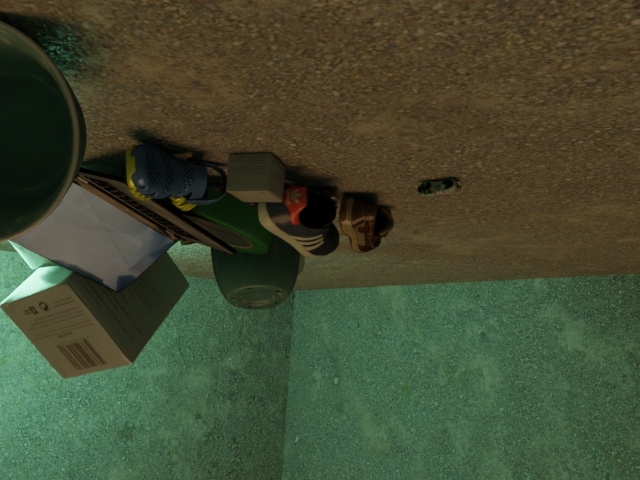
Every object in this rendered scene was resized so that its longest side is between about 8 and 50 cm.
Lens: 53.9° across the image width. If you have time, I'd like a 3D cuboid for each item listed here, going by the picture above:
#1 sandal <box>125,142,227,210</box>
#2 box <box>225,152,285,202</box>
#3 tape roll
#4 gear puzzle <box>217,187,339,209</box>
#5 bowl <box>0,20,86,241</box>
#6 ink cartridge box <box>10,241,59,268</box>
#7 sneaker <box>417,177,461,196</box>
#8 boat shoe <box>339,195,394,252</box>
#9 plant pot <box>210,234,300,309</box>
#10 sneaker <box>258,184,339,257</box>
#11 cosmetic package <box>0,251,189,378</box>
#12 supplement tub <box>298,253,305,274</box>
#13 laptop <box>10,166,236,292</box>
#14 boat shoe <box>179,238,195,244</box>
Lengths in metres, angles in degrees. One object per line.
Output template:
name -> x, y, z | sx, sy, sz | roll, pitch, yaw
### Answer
sandal -> -0.306, -0.141, 1.376 | 0.138, 0.126, 0.317 | -4, 176, 18
box -> -0.141, -0.137, 1.391 | 0.102, 0.087, 0.101 | 1, 170, 16
tape roll -> -0.281, -0.058, 1.692 | 0.321, 0.077, 0.321 | 19, 166, 5
gear puzzle -> -0.121, -0.112, 1.663 | 0.339, 0.044, 0.175 | 3, 164, 1
bowl -> -0.473, -0.159, 0.921 | 0.312, 0.311, 0.163 | 3, -170, 3
ink cartridge box -> -0.752, -0.023, 1.892 | 0.353, 0.119, 0.207 | -6, -150, 45
sneaker -> 0.284, -0.118, 1.486 | 0.098, 0.038, 0.069 | -3, 167, 37
boat shoe -> 0.147, -0.040, 1.770 | 0.123, 0.123, 0.342 | 2, 164, 16
plant pot -> -0.200, 0.074, 1.946 | 0.293, 0.235, 0.293 | -3, 151, -2
sneaker -> -0.007, -0.046, 1.566 | 0.148, 0.131, 0.350 | -14, 162, 25
cosmetic package -> -0.703, 0.173, 2.014 | 0.329, 0.393, 0.327 | -18, 116, 28
supplement tub -> -0.176, 0.077, 2.465 | 0.200, 0.144, 0.144 | -3, 168, 35
laptop -> -0.510, 0.008, 1.611 | 0.408, 0.236, 0.382 | 15, 164, 43
boat shoe -> -0.331, -0.023, 2.105 | 0.285, 0.089, 0.104 | 1, 169, 9
